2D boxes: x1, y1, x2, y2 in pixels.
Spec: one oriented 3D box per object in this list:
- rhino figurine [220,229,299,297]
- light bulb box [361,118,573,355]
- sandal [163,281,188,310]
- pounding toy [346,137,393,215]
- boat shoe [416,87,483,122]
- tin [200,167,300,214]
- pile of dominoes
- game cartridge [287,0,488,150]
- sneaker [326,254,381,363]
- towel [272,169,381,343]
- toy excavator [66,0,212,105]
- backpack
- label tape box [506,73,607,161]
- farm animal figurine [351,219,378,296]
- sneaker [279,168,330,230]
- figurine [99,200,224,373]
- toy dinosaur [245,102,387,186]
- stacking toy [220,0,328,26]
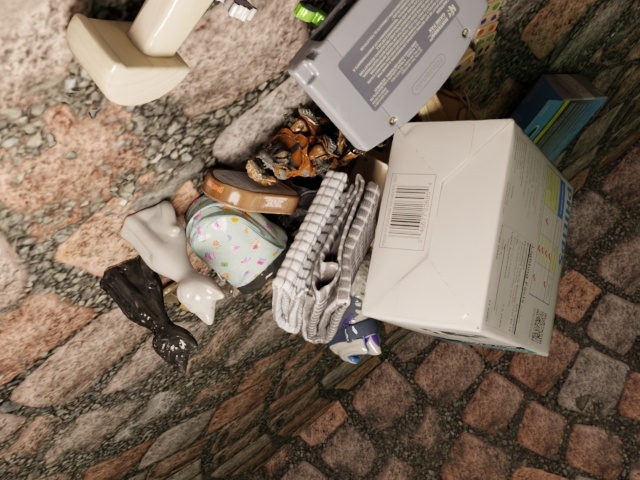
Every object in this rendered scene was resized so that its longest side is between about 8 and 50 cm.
[{"bbox_3d":[-0.106,0.038,1.481,0.243,0.106,0.073,-28,163,4],"label":"rhino figurine"},{"bbox_3d":[0.285,0.007,1.368,0.361,0.225,0.358,25,74,-54],"label":"light bulb box"},{"bbox_3d":[-0.258,0.114,1.469,0.072,0.049,0.180,-40,159,0],"label":"sandal"},{"bbox_3d":[0.081,-0.109,1.478,0.181,0.094,0.206,-71,-173,-59],"label":"pounding toy"},{"bbox_3d":[0.252,-0.247,1.451,0.110,0.121,0.341,-26,160,17],"label":"boat shoe"},{"bbox_3d":[-0.111,-0.081,1.230,0.190,0.106,0.040,1,120,-53],"label":"tin"},{"bbox_3d":[0.273,-0.372,1.390,0.196,0.040,0.251,-36,159,-9],"label":"pile of dominoes"},{"bbox_3d":[0.108,-0.286,1.071,0.297,0.062,0.198,-50,130,-6],"label":"game cartridge"},{"bbox_3d":[0.115,0.179,1.963,0.130,0.236,0.323,-13,147,-50],"label":"sneaker"},{"bbox_3d":[0.018,0.036,1.281,0.283,0.121,0.235,101,13,-68],"label":"towel"},{"bbox_3d":[-0.108,-0.324,0.654,0.433,0.222,0.445,-40,168,5],"label":"toy excavator"},{"bbox_3d":[-0.142,-0.004,1.258,0.152,0.115,0.182,-44,120,7],"label":"backpack"},{"bbox_3d":[0.553,-0.300,1.912,0.348,0.115,0.249,-12,146,-46],"label":"label tape box"},{"bbox_3d":[0.204,-0.029,1.640,0.330,0.172,0.327,-47,-177,33],"label":"farm animal figurine"},{"bbox_3d":[-0.079,-0.053,1.372,0.268,0.101,0.153,-38,159,-21],"label":"sneaker"},{"bbox_3d":[-0.245,0.079,1.196,0.092,0.209,0.215,-18,150,-45],"label":"figurine"},{"bbox_3d":[0.020,-0.190,1.252,0.322,0.164,0.218,-52,-175,-39],"label":"toy dinosaur"},{"bbox_3d":[-0.016,-0.349,0.936,0.221,0.052,0.167,-11,145,-53],"label":"stacking toy"}]
